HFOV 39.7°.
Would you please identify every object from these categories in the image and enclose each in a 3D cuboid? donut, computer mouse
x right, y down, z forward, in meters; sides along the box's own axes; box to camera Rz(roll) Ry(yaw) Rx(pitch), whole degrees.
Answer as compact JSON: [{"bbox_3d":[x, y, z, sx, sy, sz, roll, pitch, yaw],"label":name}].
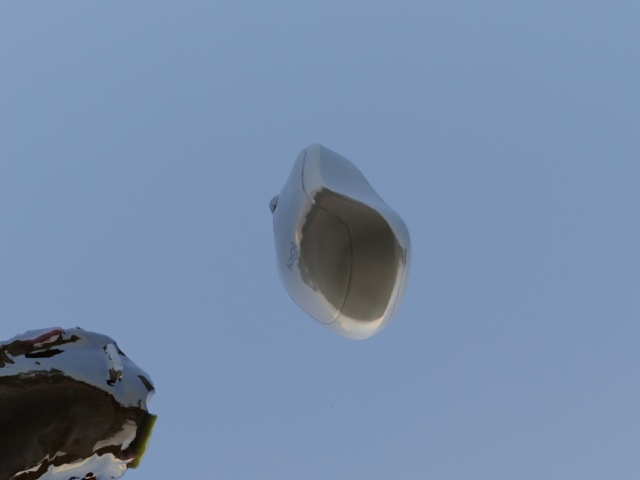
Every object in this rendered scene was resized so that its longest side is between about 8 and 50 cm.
[{"bbox_3d":[-0.260,0.245,0.695,0.136,0.259,0.345,17,-75,42],"label":"donut"},{"bbox_3d":[0.000,0.000,1.080,0.121,0.297,0.184,-3,-58,-26],"label":"computer mouse"}]
